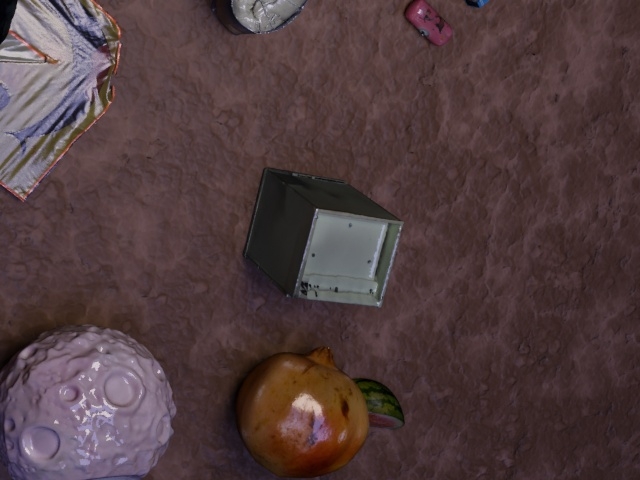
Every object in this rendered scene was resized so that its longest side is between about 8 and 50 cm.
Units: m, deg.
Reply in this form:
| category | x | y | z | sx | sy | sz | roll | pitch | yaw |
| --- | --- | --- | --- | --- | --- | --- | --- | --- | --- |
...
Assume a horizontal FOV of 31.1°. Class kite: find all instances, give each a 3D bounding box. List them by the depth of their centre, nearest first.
| category | x | y | z | sx | sy | sz | roll | pitch | yaw |
| --- | --- | --- | --- | --- | --- | --- | --- | --- | --- |
| kite | -0.428 | -0.234 | 1.531 | 0.327 | 0.013 | 0.378 | -2 | 108 | -24 |

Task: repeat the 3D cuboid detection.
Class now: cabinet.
| category | x | y | z | sx | sy | sz | roll | pitch | yaw |
| --- | --- | --- | --- | --- | --- | --- | --- | --- | --- |
| cabinet | 0.000 | 0.000 | 1.694 | 0.145 | 0.206 | 0.150 | 8 | 105 | -26 |

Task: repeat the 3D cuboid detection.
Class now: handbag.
| category | x | y | z | sx | sy | sz | roll | pitch | yaw |
| --- | --- | --- | --- | --- | --- | --- | --- | --- | --- |
| handbag | -0.081 | -0.336 | 1.557 | 0.117 | 0.173 | 0.095 | -47 | 110 | -3 |

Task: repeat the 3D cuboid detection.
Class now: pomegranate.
| category | x | y | z | sx | sy | sz | roll | pitch | yaw |
| --- | --- | --- | --- | --- | --- | --- | --- | --- | --- |
| pomegranate | -0.030 | 0.271 | 1.792 | 0.209 | 0.209 | 0.209 | -8 | 111 | -21 |

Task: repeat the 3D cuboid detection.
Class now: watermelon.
| category | x | y | z | sx | sy | sz | roll | pitch | yaw |
| --- | --- | --- | --- | --- | --- | --- | --- | --- | --- |
| watermelon | 0.082 | 0.267 | 1.924 | 0.163 | 0.087 | 0.069 | 20 | 63 | -31 |

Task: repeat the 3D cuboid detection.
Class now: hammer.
| category | x | y | z | sx | sy | sz | roll | pitch | yaw |
| --- | --- | --- | --- | --- | --- | --- | --- | --- | --- |
| hammer | 0.164 | -0.330 | 1.743 | 0.083 | 0.043 | 0.043 | 38 | 91 | -31 |

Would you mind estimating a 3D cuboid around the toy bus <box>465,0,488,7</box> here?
| category | x | y | z | sx | sy | sz | roll | pitch | yaw |
| --- | --- | --- | --- | --- | --- | --- | --- | --- | --- |
| toy bus | 0.230 | -0.399 | 1.748 | 0.046 | 0.038 | 0.083 | -36 | 120 | -13 |

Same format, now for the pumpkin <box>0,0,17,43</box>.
| category | x | y | z | sx | sy | sz | roll | pitch | yaw |
| --- | --- | --- | --- | --- | --- | --- | --- | --- | --- |
| pumpkin | -0.494 | -0.313 | 1.325 | 0.295 | 0.296 | 0.296 | -8 | 111 | -21 |

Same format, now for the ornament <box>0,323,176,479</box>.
| category | x | y | z | sx | sy | sz | roll | pitch | yaw |
| --- | --- | --- | --- | --- | --- | --- | --- | --- | --- |
| ornament | -0.334 | 0.234 | 1.610 | 0.259 | 0.259 | 0.225 | -3 | 70 | -23 |
